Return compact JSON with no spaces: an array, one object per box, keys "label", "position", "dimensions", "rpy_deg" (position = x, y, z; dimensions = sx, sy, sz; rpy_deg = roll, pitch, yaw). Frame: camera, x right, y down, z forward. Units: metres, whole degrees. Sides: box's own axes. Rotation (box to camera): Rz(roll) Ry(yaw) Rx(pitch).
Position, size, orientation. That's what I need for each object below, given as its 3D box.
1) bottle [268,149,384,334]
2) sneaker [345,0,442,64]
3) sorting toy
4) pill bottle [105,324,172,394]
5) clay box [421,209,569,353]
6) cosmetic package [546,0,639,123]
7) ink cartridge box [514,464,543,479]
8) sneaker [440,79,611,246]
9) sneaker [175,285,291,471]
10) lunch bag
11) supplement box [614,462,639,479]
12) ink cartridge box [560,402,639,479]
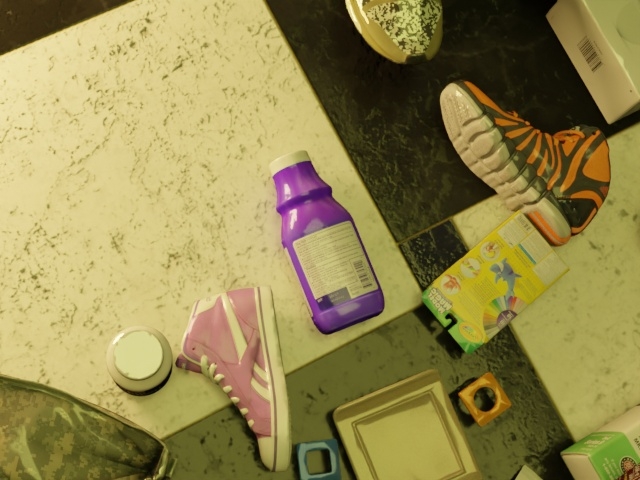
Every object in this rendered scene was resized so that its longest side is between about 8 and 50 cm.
[{"label":"bottle","position":[0.000,0.000,1.610],"dimensions":[0.118,0.092,0.282],"rpy_deg":[-21,81,-13]},{"label":"sneaker","position":[0.114,-0.476,1.595],"dimensions":[0.158,0.182,0.410],"rpy_deg":[-7,83,-6]},{"label":"sorting toy","position":[0.132,0.316,1.585],"dimensions":[0.348,0.047,0.196],"rpy_deg":[-21,86,-12]},{"label":"pill bottle","position":[-0.260,0.173,1.494],"dimensions":[0.094,0.169,0.094],"rpy_deg":[2,77,-7]},{"label":"clay box","position":[0.273,0.070,1.654],"dimensions":[0.222,0.053,0.127],"rpy_deg":[-38,85,-13]},{"label":"cosmetic package","position":[0.544,-0.354,1.743],"dimensions":[0.225,0.138,0.224],"rpy_deg":[-26,83,-11]},{"label":"ink cartridge box","position":[0.314,0.459,1.590],"dimensions":[0.145,0.045,0.179],"rpy_deg":[41,57,3]},{"label":"sneaker","position":[0.344,-0.159,1.693],"dimensions":[0.180,0.124,0.321],"rpy_deg":[-41,97,-18]},{"label":"sneaker","position":[-0.130,0.214,1.547],"dimensions":[0.161,0.102,0.282],"rpy_deg":[-9,68,-7]},{"label":"lunch bag","position":[-0.343,0.300,1.420],"dimensions":[0.287,0.235,0.168],"rpy_deg":[14,70,-4]},{"label":"supplement box","position":[0.408,0.440,1.482],"dimensions":[0.239,0.073,0.130],"rpy_deg":[-41,81,14]},{"label":"ink cartridge box","position":[0.556,0.347,1.596],"dimensions":[0.289,0.121,0.211],"rpy_deg":[-29,84,-14]}]
